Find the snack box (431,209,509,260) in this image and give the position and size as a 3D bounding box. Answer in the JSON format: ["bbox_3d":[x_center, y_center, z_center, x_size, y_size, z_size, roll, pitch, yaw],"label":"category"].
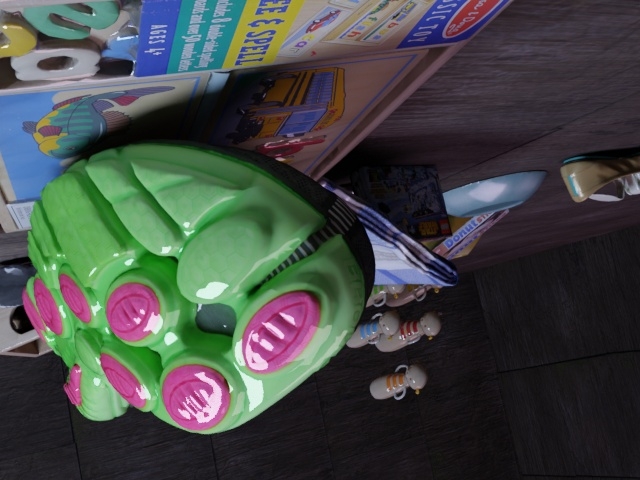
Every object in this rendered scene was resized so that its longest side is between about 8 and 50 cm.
[{"bbox_3d":[0.266,-0.011,1.497,0.178,0.022,0.064,-40,160,5],"label":"snack box"}]

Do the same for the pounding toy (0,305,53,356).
[{"bbox_3d":[-0.410,0.099,1.282,0.206,0.094,0.181,-22,167,5],"label":"pounding toy"}]

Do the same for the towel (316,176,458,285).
[{"bbox_3d":[0.000,0.000,0.895,0.209,0.034,0.285,-2,159,38],"label":"towel"}]

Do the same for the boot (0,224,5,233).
[{"bbox_3d":[-0.233,-0.033,0.725,0.114,0.037,0.106,-10,-174,6],"label":"boot"}]

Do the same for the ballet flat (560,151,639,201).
[{"bbox_3d":[0.465,-0.099,1.273,0.232,0.073,0.080,-9,173,-27],"label":"ballet flat"}]

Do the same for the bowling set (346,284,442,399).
[{"bbox_3d":[0.124,0.140,1.553,0.154,0.287,0.200,-26,132,38],"label":"bowling set"}]

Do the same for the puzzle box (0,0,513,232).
[{"bbox_3d":[-0.077,-0.088,0.508,0.272,0.052,0.409,-11,173,-17],"label":"puzzle box"}]

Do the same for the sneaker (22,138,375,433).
[{"bbox_3d":[-0.093,0.022,0.608,0.202,0.185,0.482,-29,-175,-27],"label":"sneaker"}]

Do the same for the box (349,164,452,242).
[{"bbox_3d":[0.099,-0.043,0.997,0.137,0.094,0.027,-5,170,-43],"label":"box"}]

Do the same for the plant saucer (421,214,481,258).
[{"bbox_3d":[0.136,0.022,1.632,0.332,0.081,0.332,-18,171,35],"label":"plant saucer"}]

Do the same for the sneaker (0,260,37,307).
[{"bbox_3d":[-0.342,0.043,1.085,0.178,0.072,0.077,-4,-176,-5],"label":"sneaker"}]

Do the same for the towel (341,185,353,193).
[{"bbox_3d":[-0.013,-0.035,1.123,0.144,0.029,0.197,-12,173,-9],"label":"towel"}]

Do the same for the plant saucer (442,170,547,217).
[{"bbox_3d":[0.275,-0.068,1.334,0.194,0.038,0.195,-13,172,-2],"label":"plant saucer"}]
